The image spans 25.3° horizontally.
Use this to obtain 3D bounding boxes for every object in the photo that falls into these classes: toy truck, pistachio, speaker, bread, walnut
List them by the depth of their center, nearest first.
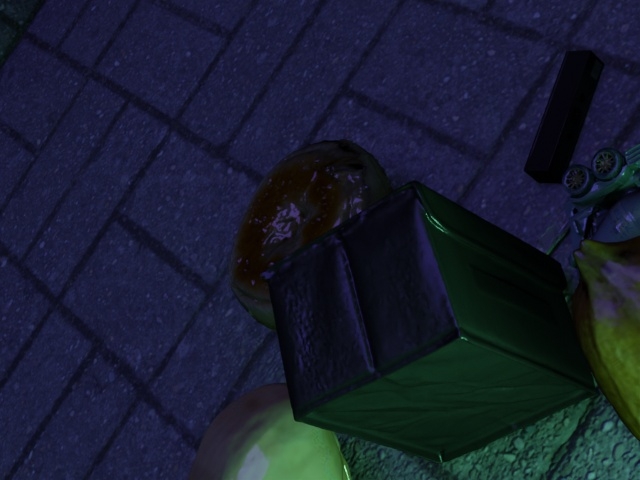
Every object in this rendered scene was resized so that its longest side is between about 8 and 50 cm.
[{"bbox_3d":[0.384,0.115,1.510,0.209,0.336,0.209,-42,17,15],"label":"walnut"},{"bbox_3d":[0.414,-0.053,1.774,0.256,0.108,0.140,-31,58,31],"label":"toy truck"},{"bbox_3d":[-0.073,0.342,1.897,0.230,0.230,0.309,19,76,51],"label":"pistachio"},{"bbox_3d":[0.340,-0.172,1.983,0.046,0.040,0.191,6,68,46],"label":"speaker"},{"bbox_3d":[0.000,0.000,2.126,0.305,0.158,0.306,-30,44,34],"label":"bread"}]

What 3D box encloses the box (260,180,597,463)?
[{"bbox_3d":[0.137,0.114,1.744,0.251,0.345,0.205,-30,58,28],"label":"box"}]

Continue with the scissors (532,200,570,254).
[{"bbox_3d":[0.282,0.028,1.916,0.300,0.022,0.109,-51,42,8],"label":"scissors"}]
